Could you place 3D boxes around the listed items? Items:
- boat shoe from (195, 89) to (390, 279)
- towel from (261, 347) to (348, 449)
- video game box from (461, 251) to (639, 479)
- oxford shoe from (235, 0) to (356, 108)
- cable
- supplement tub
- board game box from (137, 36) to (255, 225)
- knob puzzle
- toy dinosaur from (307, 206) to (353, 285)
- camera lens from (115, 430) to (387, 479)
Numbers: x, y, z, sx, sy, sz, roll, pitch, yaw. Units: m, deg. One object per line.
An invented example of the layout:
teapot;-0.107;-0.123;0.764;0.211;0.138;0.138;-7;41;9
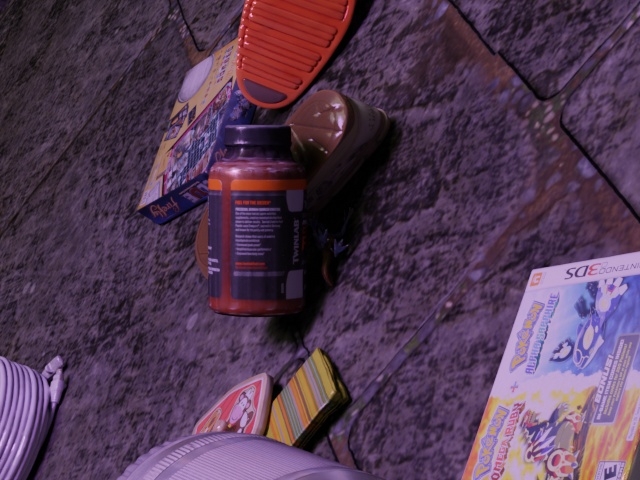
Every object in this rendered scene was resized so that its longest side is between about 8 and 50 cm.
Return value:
boat shoe;-0.034;-0.049;1.765;0.285;0.089;0.105;-43;55;32
towel;-0.058;0.217;1.570;0.237;0.021;0.102;-52;21;12
video game box;0.206;0.107;1.205;0.187;0.048;0.205;-16;47;57
oxford shoe;-0.002;-0.336;1.977;0.133;0.130;0.364;-65;-1;-80
cable;-0.455;0.279;2.101;0.257;0.089;0.257;-33;35;40
supplement tub;-0.066;-0.022;1.658;0.106;0.106;0.198;9;100;62
board game box;-0.151;-0.152;2.106;0.165;0.042;0.243;-25;40;47
knob puzzle;-0.113;0.214;1.626;0.213;0.030;0.213;-48;20;24
toy dinosaur;0.000;0.000;1.687;0.082;0.047;0.090;170;119;-79
camera lens;-0.044;0.271;1.254;0.274;0.219;0.219;6;67;61
